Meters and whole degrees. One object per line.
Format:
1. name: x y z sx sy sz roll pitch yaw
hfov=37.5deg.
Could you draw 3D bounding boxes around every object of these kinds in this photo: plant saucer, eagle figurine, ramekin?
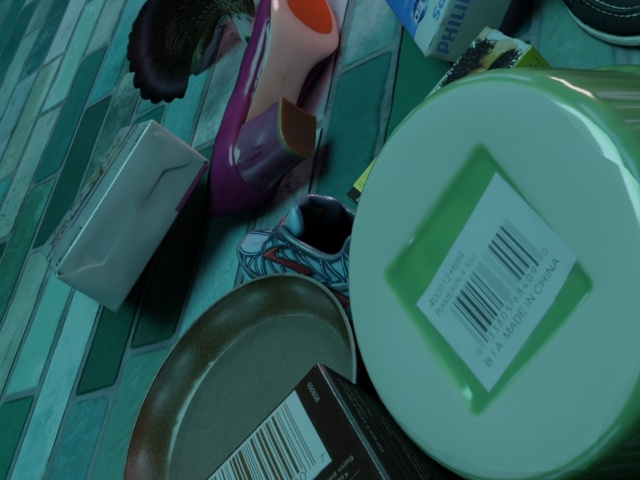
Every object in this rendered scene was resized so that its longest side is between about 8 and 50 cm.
1. plant saucer: -0.072 0.179 0.893 0.311 0.050 0.310 -30 42 31
2. eagle figurine: -0.164 -0.359 1.418 0.298 0.226 0.225 -28 62 24
3. ramekin: 0.156 0.024 0.645 0.303 0.148 0.303 0 90 51

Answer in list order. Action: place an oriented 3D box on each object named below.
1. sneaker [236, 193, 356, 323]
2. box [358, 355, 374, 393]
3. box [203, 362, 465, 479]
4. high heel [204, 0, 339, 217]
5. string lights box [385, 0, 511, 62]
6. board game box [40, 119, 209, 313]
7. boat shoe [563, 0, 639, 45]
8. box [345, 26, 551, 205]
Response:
1. sneaker: 0.000 0.000 0.958 0.262 0.125 0.104 10 41 48
2. box: -0.049 0.172 0.953 0.184 0.045 0.191 -56 35 -7
3. box: 0.035 0.229 0.670 0.168 0.203 0.167 -48 36 8
4. high heel: -0.081 -0.208 1.254 0.181 0.127 0.377 -32 35 38
5. string lights box: 0.134 -0.321 1.092 0.259 0.077 0.133 -111 35 -50
6. board game box: -0.273 -0.041 1.276 0.224 0.098 0.303 -58 20 -6
7. boat shoe: 0.265 -0.299 0.953 0.114 0.091 0.302 -43 36 14
8. box: 0.133 -0.106 0.971 0.232 0.058 0.087 -51 35 4
